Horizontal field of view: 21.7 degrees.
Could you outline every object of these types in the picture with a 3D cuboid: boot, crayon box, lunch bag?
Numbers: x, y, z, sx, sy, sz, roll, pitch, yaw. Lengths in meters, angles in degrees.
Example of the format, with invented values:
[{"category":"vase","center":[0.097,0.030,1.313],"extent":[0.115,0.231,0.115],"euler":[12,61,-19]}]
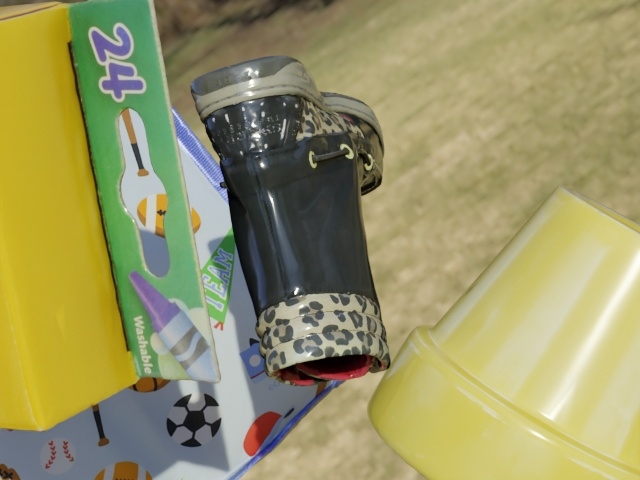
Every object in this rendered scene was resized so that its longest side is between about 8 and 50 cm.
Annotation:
[{"category":"boot","center":[-0.002,0.000,0.998],"extent":[0.085,0.178,0.236],"euler":[-17,-13,13]},{"category":"crayon box","center":[-0.218,-0.013,0.877],"extent":[0.323,0.203,0.083],"euler":[-1,15,34]},{"category":"lunch bag","center":[-0.207,0.066,1.377],"extent":[0.328,0.385,0.239],"euler":[-40,0,-20]}]

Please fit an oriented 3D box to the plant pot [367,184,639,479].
[{"category":"plant pot","center":[0.201,0.097,1.334],"extent":[0.239,0.254,0.254],"euler":[-61,8,7]}]
